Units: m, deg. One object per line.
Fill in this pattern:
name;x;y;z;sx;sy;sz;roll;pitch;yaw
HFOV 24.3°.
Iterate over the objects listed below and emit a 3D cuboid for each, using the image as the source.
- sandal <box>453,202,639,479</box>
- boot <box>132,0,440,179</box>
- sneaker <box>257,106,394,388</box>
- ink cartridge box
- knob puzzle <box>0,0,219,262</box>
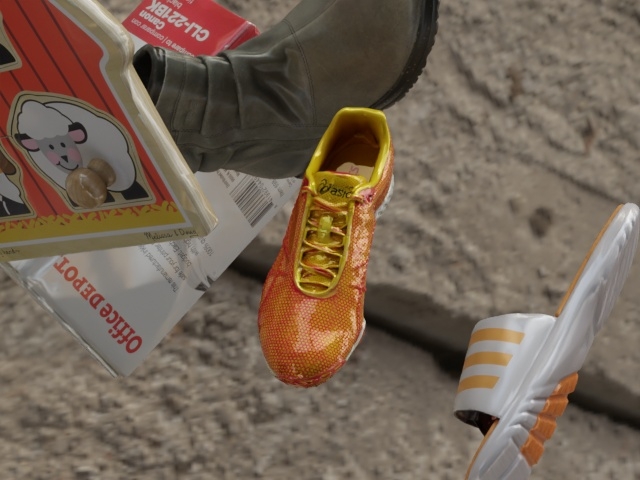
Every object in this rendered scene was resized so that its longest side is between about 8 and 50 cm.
sandal;0.155;0.077;1.103;0.265;0.076;0.102;-58;155;-23
boot;-0.035;-0.107;0.919;0.161;0.246;0.083;-4;58;-26
sneaker;0.000;0.000;0.826;0.064;0.067;0.175;6;57;11
ink cartridge box;-0.146;-0.048;1.238;0.273;0.114;0.197;-49;146;-12
knob puzzle;-0.155;-0.067;0.641;0.213;0.213;0.030;51;50;-16
